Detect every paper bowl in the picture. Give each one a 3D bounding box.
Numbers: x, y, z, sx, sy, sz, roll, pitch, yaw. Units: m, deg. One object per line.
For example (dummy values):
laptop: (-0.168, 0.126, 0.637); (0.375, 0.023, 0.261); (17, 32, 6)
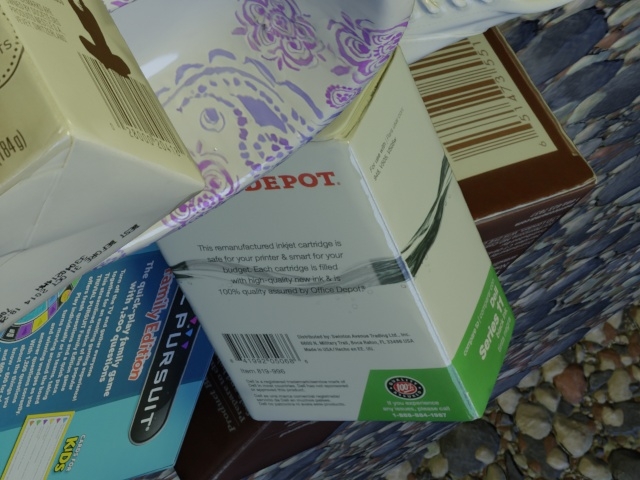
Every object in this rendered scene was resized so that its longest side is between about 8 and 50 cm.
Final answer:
paper bowl: (-0.113, -0.102, 0.819); (0.284, 0.148, 0.284); (-28, 165, -8)

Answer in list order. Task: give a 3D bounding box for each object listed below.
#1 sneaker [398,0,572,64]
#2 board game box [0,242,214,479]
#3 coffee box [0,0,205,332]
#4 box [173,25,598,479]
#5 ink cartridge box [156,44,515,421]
sneaker: (0.064, -0.152, 1.040); (0.258, 0.094, 0.091); (-24, -174, -7)
board game box: (-0.187, 0.044, 1.076); (0.336, 0.079, 0.254); (-11, 128, -51)
coffee box: (-0.163, -0.086, 0.586); (0.141, 0.246, 0.098); (-35, 163, 13)
box: (-0.005, -0.001, 1.257); (0.143, 0.191, 0.381); (-17, 160, -40)
ink cartridge box: (0.000, 0.000, 1.036); (0.153, 0.208, 0.087); (-2, -138, 30)
